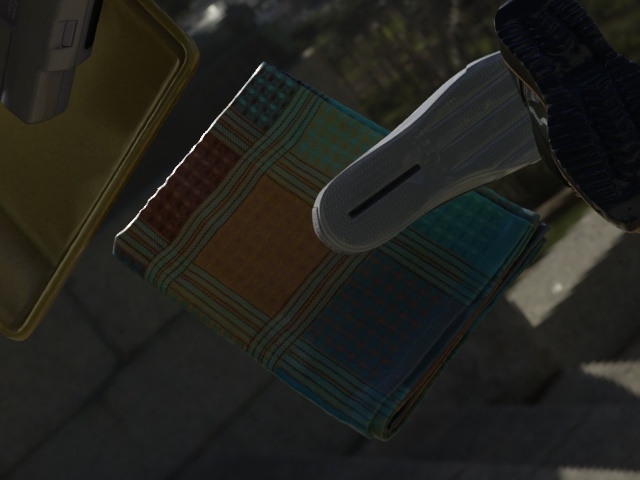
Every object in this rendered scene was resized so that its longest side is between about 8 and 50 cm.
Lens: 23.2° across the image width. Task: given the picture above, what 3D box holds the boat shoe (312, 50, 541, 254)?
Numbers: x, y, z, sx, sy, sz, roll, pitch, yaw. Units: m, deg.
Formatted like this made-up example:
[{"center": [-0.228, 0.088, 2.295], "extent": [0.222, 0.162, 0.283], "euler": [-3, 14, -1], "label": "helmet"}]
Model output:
[{"center": [0.115, -0.090, 1.441], "extent": [0.302, 0.109, 0.094], "euler": [-30, 7, -10], "label": "boat shoe"}]

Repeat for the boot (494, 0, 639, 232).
[{"center": [0.178, -0.051, 0.979], "extent": [0.077, 0.137, 0.198], "euler": [-20, 49, 3], "label": "boot"}]

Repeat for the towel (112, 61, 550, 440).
[{"center": [0.000, 0.000, 1.541], "extent": [0.271, 0.370, 0.040], "euler": [-51, -28, -11], "label": "towel"}]

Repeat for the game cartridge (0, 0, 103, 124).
[{"center": [-0.244, -0.288, 1.186], "extent": [0.068, 0.230, 0.355], "euler": [-34, -27, -47], "label": "game cartridge"}]

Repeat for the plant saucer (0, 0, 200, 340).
[{"center": [-0.266, -0.138, 1.390], "extent": [0.081, 0.333, 0.333], "euler": [-7, -42, -57], "label": "plant saucer"}]
